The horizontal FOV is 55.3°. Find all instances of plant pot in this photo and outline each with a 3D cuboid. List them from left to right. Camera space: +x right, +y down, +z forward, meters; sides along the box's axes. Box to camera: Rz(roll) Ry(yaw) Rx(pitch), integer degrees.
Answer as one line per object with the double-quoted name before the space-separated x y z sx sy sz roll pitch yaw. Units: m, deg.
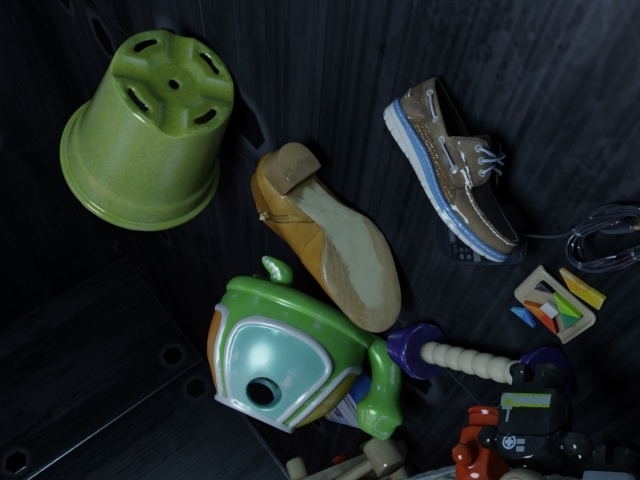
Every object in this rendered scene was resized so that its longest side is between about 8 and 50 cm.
"plant pot" -0.260 -0.186 0.982 0.276 0.276 0.254 55 146 2

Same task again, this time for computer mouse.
"computer mouse" 0.195 -0.008 0.555 0.242 0.041 0.071 4 100 57

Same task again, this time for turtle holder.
"turtle holder" -0.034 0.194 0.998 0.320 0.227 0.243 33 160 -24

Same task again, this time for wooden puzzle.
"wooden puzzle" 0.229 0.065 0.606 0.078 0.014 0.116 46 156 24

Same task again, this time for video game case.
"video game case" 0.006 0.254 1.259 0.269 0.061 0.244 57 157 -3

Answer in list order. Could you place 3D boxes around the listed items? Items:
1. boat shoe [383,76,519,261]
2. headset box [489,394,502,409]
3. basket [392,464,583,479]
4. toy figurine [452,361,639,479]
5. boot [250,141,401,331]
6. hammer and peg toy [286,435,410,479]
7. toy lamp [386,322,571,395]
"boat shoe" 0.126 -0.067 0.547 0.066 0.066 0.183 -42 73 32
"headset box" 0.252 0.248 0.785 0.062 0.032 0.083 31 148 47
"basket" 0.180 0.474 0.743 0.266 0.328 0.331 142 119 -65
"toy figurine" 0.230 0.228 0.554 0.210 0.148 0.213 17 148 3
"boot" -0.001 0.000 0.899 0.295 0.104 0.211 60 164 0
"hammer and peg toy" 0.046 0.476 1.221 0.361 0.266 0.127 86 162 -52
"toy lamp" 0.173 0.148 0.751 0.080 0.080 0.275 61 158 -12
